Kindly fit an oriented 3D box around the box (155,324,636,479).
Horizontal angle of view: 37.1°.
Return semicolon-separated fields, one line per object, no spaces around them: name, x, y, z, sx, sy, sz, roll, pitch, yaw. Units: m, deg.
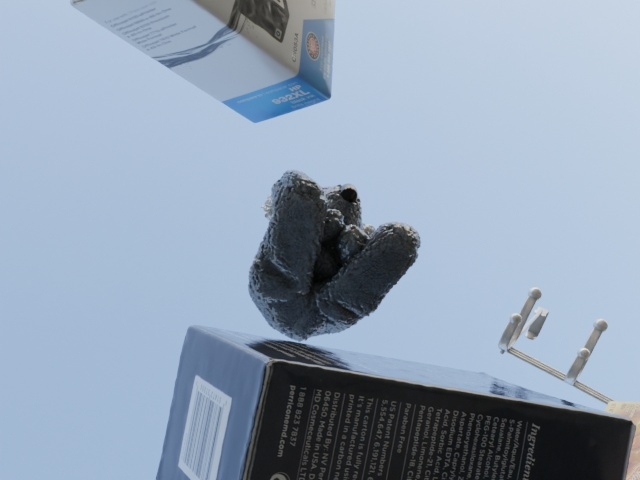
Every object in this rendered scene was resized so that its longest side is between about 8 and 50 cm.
box;0.062;0.233;0.993;0.396;0.293;0.211;12;-93;-21

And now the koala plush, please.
koala plush;0.000;0.000;1.230;0.196;0.221;0.203;25;-67;-11

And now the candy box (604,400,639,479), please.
candy box;0.464;0.283;1.116;0.183;0.317;0.087;-49;-63;-37

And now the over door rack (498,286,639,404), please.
over door rack;0.425;0.169;1.502;0.240;0.324;0.108;28;-81;19

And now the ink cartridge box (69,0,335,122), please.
ink cartridge box;-0.118;-0.306;1.095;0.307;0.129;0.223;28;-121;-49
